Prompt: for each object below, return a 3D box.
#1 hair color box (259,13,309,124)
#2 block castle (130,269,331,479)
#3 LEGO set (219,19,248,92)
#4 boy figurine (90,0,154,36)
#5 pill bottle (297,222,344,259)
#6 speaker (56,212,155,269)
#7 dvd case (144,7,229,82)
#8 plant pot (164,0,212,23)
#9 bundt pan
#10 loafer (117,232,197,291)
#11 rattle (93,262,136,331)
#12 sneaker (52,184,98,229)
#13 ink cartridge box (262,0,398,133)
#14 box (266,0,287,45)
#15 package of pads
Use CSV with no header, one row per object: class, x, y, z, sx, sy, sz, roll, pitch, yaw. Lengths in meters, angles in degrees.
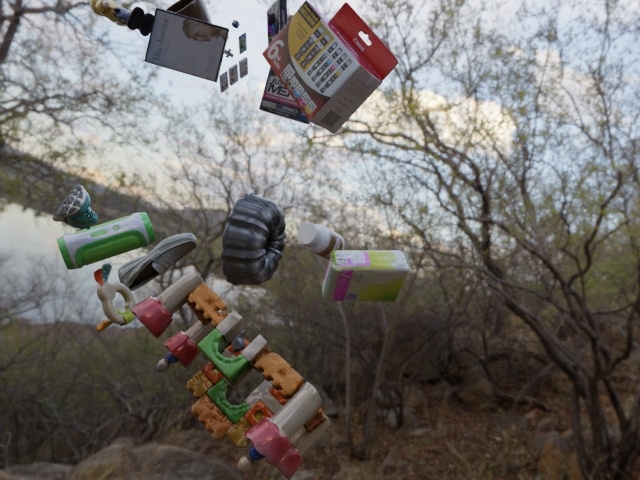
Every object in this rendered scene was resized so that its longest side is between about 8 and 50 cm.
hair color box,-0.085,-0.613,1.930,0.174,0.347,0.105,20,11,21
block castle,-0.205,0.309,1.181,0.453,0.213,0.303,39,-20,23
LEGO set,-0.357,-0.724,2.089,0.060,0.182,0.244,26,-38,18
boy figurine,-0.706,-0.804,1.891,0.285,0.092,0.177,35,13,29
pill bottle,0.000,0.000,2.408,0.131,0.131,0.229,12,-9,35
speaker,-0.726,0.000,1.831,0.297,0.131,0.131,-20,8,-22
dvd case,-0.447,-0.652,1.795,0.253,0.180,0.022,16,10,0
plant pot,-0.572,-0.957,2.429,0.215,0.215,0.230,11,-36,42
bundt pan,-0.210,0.004,1.843,0.124,0.330,0.331,10,-8,15
loafer,-0.596,0.084,1.996,0.111,0.319,0.112,57,-1,35
rattle,-0.651,0.169,1.600,0.143,0.130,0.199,-6,-49,32
sneaker,-0.706,-0.088,1.581,0.110,0.107,0.275,34,-20,-23
ink cartridge box,0.022,-0.513,1.512,0.130,0.272,0.309,12,39,-54
box,-0.140,-0.702,1.730,0.029,0.116,0.162,-4,7,-21
package of pads,0.168,0.133,2.022,0.297,0.101,0.229,1,-39,-11
